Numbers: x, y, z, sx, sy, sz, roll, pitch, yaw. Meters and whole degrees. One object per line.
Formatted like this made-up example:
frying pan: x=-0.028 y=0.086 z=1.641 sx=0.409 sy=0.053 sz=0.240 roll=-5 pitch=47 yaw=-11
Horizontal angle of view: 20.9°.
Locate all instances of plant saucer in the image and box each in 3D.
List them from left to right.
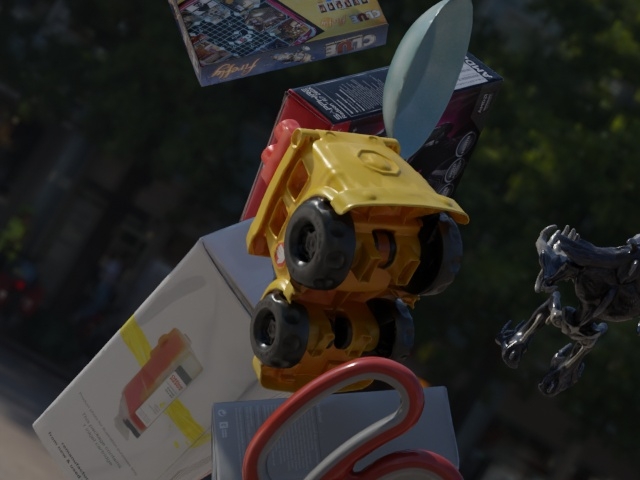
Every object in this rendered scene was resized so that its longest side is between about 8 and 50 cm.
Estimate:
plant saucer: x=0.109 y=-0.184 z=1.897 sx=0.037 sy=0.195 sz=0.195 roll=23 pitch=-6 yaw=18

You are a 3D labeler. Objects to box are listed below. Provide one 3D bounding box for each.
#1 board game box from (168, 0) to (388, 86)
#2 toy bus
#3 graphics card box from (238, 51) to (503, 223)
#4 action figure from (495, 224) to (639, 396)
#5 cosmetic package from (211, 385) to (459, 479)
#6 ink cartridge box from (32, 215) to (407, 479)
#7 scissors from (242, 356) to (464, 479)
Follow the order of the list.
board game box: x=-0.057 y=-0.291 z=2.162 sx=0.042 sy=0.243 sz=0.165 roll=97 pitch=-24 yaw=-57
toy bus: x=0.000 y=0.000 z=1.567 sx=0.149 sy=0.220 sz=0.211 roll=2 pitch=37 yaw=-36
graphics card box: x=0.072 y=-0.120 z=2.363 sx=0.094 sy=0.233 sz=0.371 roll=40 pitch=37 yaw=27
action figure: x=0.300 y=0.054 z=1.903 sx=0.164 sy=0.141 sz=0.276 roll=30 pitch=-40 yaw=-6
cosmetic package: x=0.011 y=0.221 z=1.713 sx=0.238 sy=0.107 sz=0.127 roll=-2 pitch=-36 yaw=-2
ink cartridge box: x=-0.102 y=0.127 z=1.943 sx=0.279 sy=0.385 sz=0.160 roll=-23 pitch=73 yaw=-50
scissors: x=-0.055 y=0.176 z=0.886 sx=0.109 sy=0.297 sz=0.021 roll=52 pitch=8 yaw=-6
